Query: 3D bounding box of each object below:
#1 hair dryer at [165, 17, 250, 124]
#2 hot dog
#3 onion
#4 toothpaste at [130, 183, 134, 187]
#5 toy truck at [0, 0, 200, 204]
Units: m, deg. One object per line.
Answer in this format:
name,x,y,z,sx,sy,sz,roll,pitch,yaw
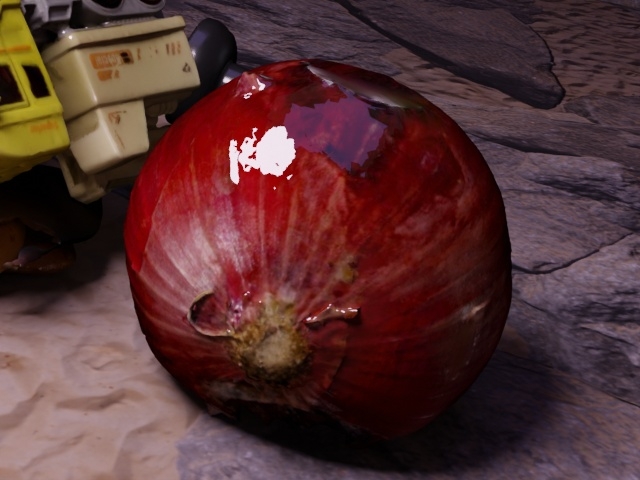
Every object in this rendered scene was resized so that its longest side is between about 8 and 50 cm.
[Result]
hair dryer,-0.072,-0.159,1.492,0.320,0.156,0.284,26,17,14
hot dog,-0.363,0.002,1.076,0.326,0.107,0.194,11,31,-30
onion,-0.006,0.002,0.986,0.341,0.341,0.341,8,24,-4
toothpaste,-0.138,-0.022,1.289,0.074,0.048,0.297,-7,25,-27
toy truck,-0.274,-0.154,1.102,0.180,0.254,0.405,-25,1,27
